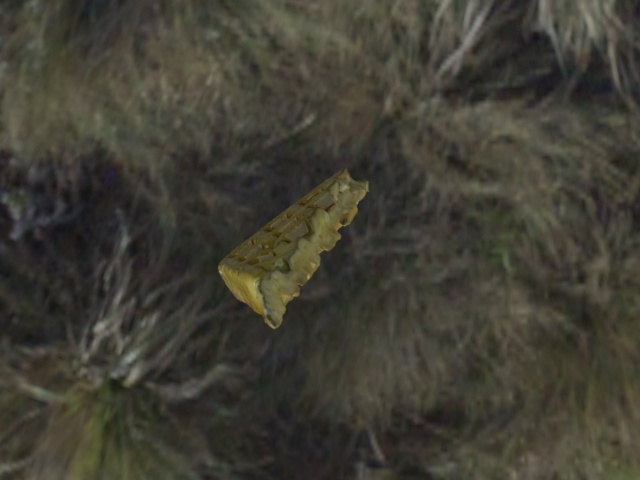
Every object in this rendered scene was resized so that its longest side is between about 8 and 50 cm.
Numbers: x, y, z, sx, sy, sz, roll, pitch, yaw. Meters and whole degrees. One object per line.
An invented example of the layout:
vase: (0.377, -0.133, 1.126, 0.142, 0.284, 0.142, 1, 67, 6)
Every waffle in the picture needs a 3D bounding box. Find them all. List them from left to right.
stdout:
waffle: (0.000, 0.000, 0.912, 0.125, 0.191, 0.032, -36, 100, -8)
